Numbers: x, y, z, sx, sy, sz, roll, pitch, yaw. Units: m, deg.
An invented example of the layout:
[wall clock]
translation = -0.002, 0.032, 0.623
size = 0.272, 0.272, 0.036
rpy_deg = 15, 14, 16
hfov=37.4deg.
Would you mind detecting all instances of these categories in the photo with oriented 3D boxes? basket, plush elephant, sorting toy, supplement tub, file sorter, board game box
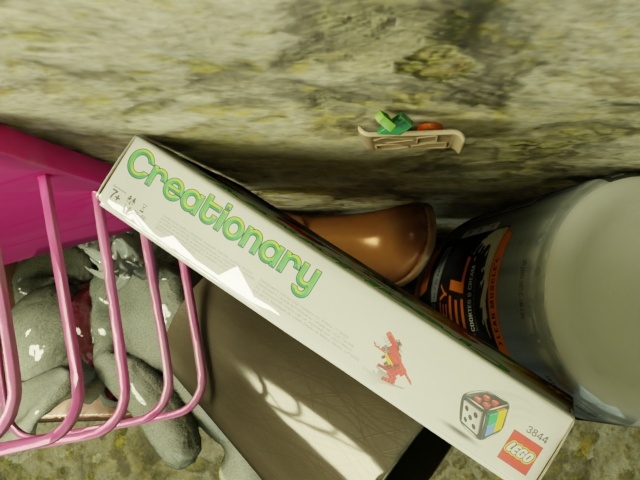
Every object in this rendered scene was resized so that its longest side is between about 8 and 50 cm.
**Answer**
[basket]
translation = -0.010, 0.124, 0.793
size = 0.227, 0.204, 0.154
rpy_deg = 34, -176, 23
[plush elephant]
translation = -0.206, 0.107, 0.980
size = 0.255, 0.272, 0.330
rpy_deg = -19, 137, 26
[sorting toy]
translation = 0.053, -0.062, 0.545
size = 0.062, 0.012, 0.083
rpy_deg = 3, 178, 6
[supplement tub]
translation = 0.205, 0.057, 0.829
size = 0.193, 0.193, 0.316
rpy_deg = 1, 173, -14
[file sorter]
translation = -0.222, 0.056, 0.654
size = 0.202, 0.182, 0.290
rpy_deg = -14, 171, 13
[board game box]
translation = 0.021, 0.044, 0.621
size = 0.305, 0.053, 0.193
rpy_deg = 32, -177, 15

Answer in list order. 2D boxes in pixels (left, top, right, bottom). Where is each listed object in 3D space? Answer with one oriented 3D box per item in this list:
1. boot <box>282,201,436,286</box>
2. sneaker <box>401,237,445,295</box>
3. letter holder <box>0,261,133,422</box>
[boot]
translation = 0.000, 0.000, 0.864
size = 0.152, 0.073, 0.197
rpy_deg = 12, 161, -28
[sneaker]
translation = 0.117, 0.052, 1.097
size = 0.341, 0.125, 0.139
rpy_deg = 6, 176, -32
[letter holder]
translation = -0.290, 0.118, 1.194
size = 0.302, 0.214, 0.152
rpy_deg = -3, 171, 2
